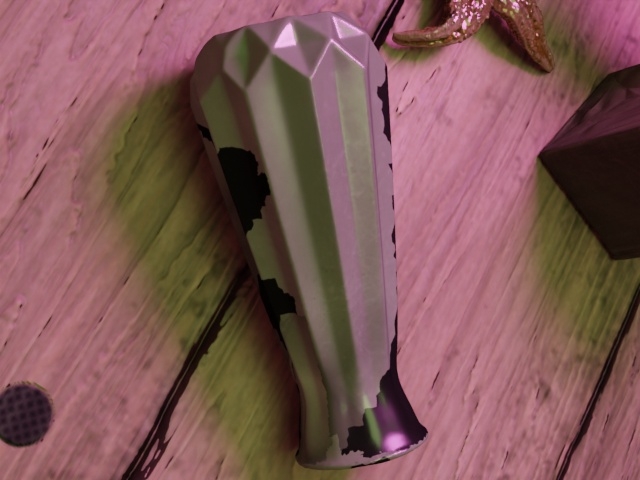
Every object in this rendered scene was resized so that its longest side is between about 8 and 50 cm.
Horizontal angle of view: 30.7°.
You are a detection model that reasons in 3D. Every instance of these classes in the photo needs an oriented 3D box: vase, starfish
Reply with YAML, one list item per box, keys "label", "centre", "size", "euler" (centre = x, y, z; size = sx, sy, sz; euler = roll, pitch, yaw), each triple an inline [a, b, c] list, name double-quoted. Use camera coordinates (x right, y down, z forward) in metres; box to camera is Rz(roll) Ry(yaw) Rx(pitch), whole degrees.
- label: "vase"
  centre: [0.000, 0.000, 0.965]
  size: [0.165, 0.165, 0.360]
  euler: [-15, 97, -31]
- label: "starfish"
  centre: [0.148, -0.271, 1.140]
  size: [0.277, 0.062, 0.235]
  euler: [30, 65, -20]

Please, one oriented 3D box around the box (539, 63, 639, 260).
- label: "box"
  centre: [0.367, -0.093, 1.135]
  size: [0.155, 0.231, 0.149]
  euler: [-46, 107, -26]
